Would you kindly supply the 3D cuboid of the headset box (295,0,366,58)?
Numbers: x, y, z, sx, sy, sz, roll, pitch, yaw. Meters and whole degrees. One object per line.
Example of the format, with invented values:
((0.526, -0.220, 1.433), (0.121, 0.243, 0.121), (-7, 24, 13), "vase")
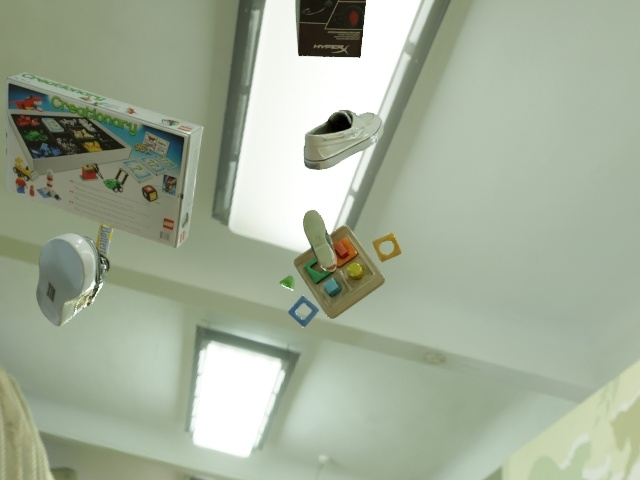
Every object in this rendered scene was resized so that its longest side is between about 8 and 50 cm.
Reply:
((0.017, -0.473, 1.035), (0.110, 0.218, 0.293), (0, -52, -4), "headset box")

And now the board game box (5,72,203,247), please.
((-0.342, -0.124, 1.006), (0.305, 0.053, 0.193), (18, -63, 8), "board game box")

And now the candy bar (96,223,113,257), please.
((-0.529, 0.021, 1.569), (0.040, 0.018, 0.162), (4, -59, -30), "candy bar")

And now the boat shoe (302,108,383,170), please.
((0.050, -0.240, 1.402), (0.096, 0.267, 0.088), (20, -51, 35), "boat shoe")

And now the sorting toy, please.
((0.046, 0.076, 1.690), (0.347, 0.196, 0.047), (-35, -22, 2), "sorting toy")

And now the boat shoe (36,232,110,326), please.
((-0.318, 0.046, 0.857), (0.080, 0.076, 0.228), (48, -39, 7), "boat shoe")

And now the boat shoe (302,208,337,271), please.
((0.000, 0.000, 1.326), (0.049, 0.137, 0.043), (-24, -23, 5), "boat shoe")
